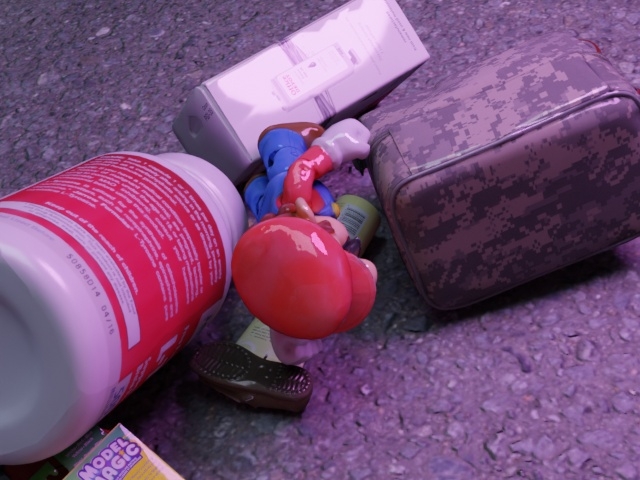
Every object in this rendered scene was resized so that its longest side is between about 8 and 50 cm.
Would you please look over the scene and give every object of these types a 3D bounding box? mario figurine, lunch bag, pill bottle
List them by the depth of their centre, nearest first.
[{"bbox_3d":[-0.231,0.038,1.107,0.229,0.229,0.407,5,19,19],"label":"pill bottle"},{"bbox_3d":[0.000,0.000,1.133,0.170,0.198,0.320,-18,30,4],"label":"mario figurine"},{"bbox_3d":[0.199,-0.101,1.218,0.305,0.212,0.256,-23,37,2],"label":"lunch bag"}]

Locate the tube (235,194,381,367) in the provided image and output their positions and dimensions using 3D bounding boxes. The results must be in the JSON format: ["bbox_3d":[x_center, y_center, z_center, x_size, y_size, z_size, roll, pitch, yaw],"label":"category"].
[{"bbox_3d":[-0.009,0.050,1.248,0.070,0.062,0.240,-34,20,55],"label":"tube"}]

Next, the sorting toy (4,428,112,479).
[{"bbox_3d":[-0.351,0.300,1.035,0.365,0.127,0.126,-18,64,-9],"label":"sorting toy"}]

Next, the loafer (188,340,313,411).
[{"bbox_3d":[-0.075,0.151,1.150,0.148,0.050,0.056,16,47,27],"label":"loafer"}]

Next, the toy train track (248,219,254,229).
[{"bbox_3d":[-0.114,0.006,1.352,0.048,0.014,0.083,32,63,31],"label":"toy train track"}]

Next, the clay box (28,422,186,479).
[{"bbox_3d":[-0.167,0.266,0.974,0.222,0.053,0.127,39,58,9],"label":"clay box"}]

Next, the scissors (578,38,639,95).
[{"bbox_3d":[0.396,-0.196,1.445,0.109,0.021,0.297,-25,44,-18],"label":"scissors"}]

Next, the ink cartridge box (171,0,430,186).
[{"bbox_3d":[-0.030,-0.188,1.395,0.283,0.117,0.207,-33,1,-20],"label":"ink cartridge box"}]
